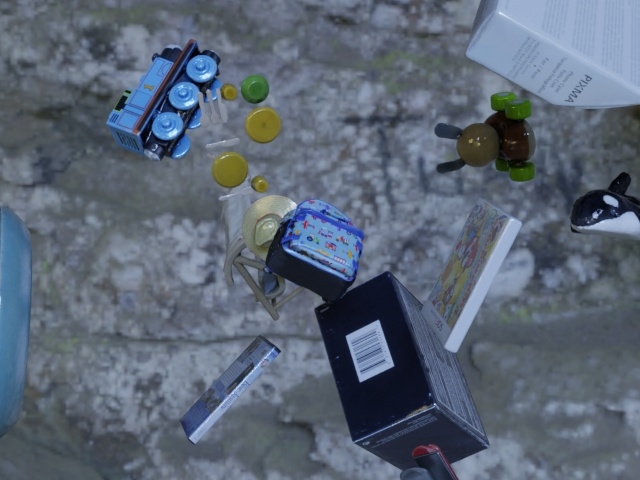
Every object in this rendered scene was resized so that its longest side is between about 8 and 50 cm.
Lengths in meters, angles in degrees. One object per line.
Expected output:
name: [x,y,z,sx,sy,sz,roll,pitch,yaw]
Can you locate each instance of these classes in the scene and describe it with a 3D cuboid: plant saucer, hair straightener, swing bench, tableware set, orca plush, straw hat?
plant saucer: [-0.418,0.112,1.290,0.044,0.317,0.317,4,7,-21]
hair straightener: [0.154,0.347,1.084,0.047,0.230,0.089,-19,15,36]
swing bench: [-0.149,0.016,2.413,0.254,0.165,0.253,37,27,-31]
tableware set: [-0.100,-0.132,1.246,0.104,0.154,0.024,-15,18,-11]
orca plush: [0.488,-0.054,1.480,0.287,0.102,0.151,6,-2,-26]
straw hat: [-0.105,-0.020,1.952,0.144,0.144,0.061,5,13,15]

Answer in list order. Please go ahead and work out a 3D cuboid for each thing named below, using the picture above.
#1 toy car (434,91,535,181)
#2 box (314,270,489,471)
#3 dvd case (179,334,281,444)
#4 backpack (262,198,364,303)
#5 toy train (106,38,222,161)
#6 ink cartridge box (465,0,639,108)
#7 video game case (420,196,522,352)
toy car: [0.312,-0.192,1.886,0.188,0.155,0.149,-11,21,-8]
box: [0.158,0.268,1.863,0.183,0.296,0.294,-28,-36,16]
dvd case: [-0.189,0.303,1.990,0.022,0.253,0.180,45,-8,-11]
backpack: [0.000,0.000,1.689,0.158,0.117,0.173,28,45,-9]
toy train: [-0.209,-0.194,1.320,0.105,0.184,0.080,22,-20,12]
ink cartridge box: [0.413,-0.280,1.413,0.385,0.091,0.308,29,41,-6]
video game case: [0.238,0.049,1.557,0.026,0.227,0.206,25,8,-9]
